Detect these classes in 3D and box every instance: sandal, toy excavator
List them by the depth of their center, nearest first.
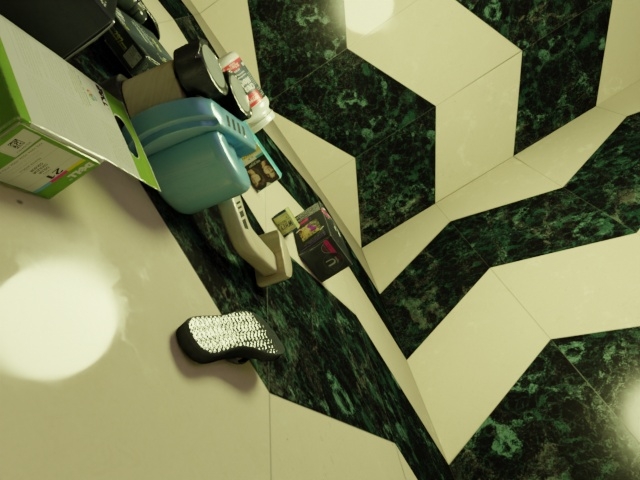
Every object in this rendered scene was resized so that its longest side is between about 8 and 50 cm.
[{"bbox_3d":[-0.150,0.167,0.809,0.097,0.054,0.254,55,16,28],"label":"sandal"},{"bbox_3d":[-0.214,-0.112,1.013,0.433,0.222,0.445,10,63,-78],"label":"toy excavator"}]

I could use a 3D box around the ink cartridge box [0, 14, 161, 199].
[{"bbox_3d":[-0.347,-0.149,0.634,0.188,0.097,0.255,61,8,18],"label":"ink cartridge box"}]

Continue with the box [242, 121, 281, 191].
[{"bbox_3d":[-0.243,-0.294,1.655,0.244,0.100,0.060,55,11,-18],"label":"box"}]

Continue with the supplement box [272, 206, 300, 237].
[{"bbox_3d":[-0.120,-0.065,1.686,0.083,0.056,0.083,57,9,-8],"label":"supplement box"}]

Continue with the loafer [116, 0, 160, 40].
[{"bbox_3d":[-0.532,-0.659,1.388,0.078,0.076,0.223,53,4,16],"label":"loafer"}]

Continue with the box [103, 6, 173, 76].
[{"bbox_3d":[-0.432,-0.460,1.169,0.232,0.059,0.183,53,13,18],"label":"box"}]

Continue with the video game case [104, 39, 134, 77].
[{"bbox_3d":[-0.474,-0.443,1.189,0.122,0.011,0.087,54,10,-23],"label":"video game case"}]

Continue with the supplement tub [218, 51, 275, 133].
[{"bbox_3d":[-0.311,-0.526,1.765,0.272,0.191,0.191,54,10,-22],"label":"supplement tub"}]

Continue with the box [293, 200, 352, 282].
[{"bbox_3d":[0.000,0.000,1.836,0.165,0.143,0.270,52,12,-32],"label":"box"}]

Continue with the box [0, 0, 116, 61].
[{"bbox_3d":[-0.476,-0.451,0.681,0.343,0.179,0.312,49,14,-44],"label":"box"}]
